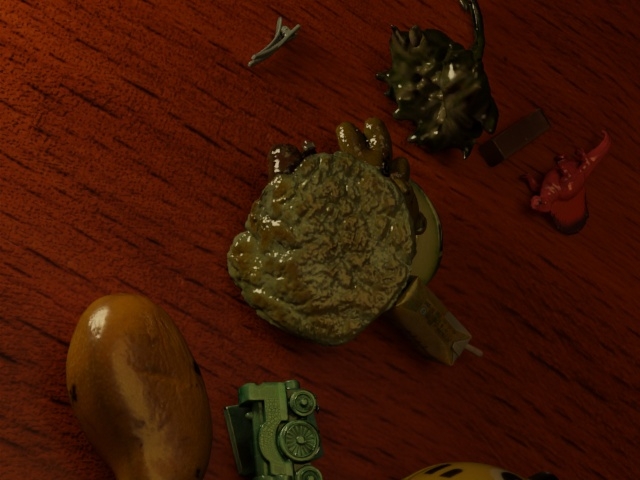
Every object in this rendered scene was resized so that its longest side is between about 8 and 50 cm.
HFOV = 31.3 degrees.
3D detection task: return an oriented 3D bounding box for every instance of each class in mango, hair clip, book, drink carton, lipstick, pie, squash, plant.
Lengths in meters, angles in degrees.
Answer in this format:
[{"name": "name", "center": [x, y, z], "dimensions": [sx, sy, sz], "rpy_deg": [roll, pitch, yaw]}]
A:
[{"name": "mango", "center": [-0.230, 0.209, 1.454], "dimensions": [0.177, 0.120, 0.294], "rpy_deg": [-6, 77, -41]}, {"name": "hair clip", "center": [-0.080, -0.314, 1.806], "dimensions": [0.039, 0.030, 0.115], "rpy_deg": [36, 52, 8]}, {"name": "book", "center": [-0.063, 0.271, 1.593], "dimensions": [0.135, 0.017, 0.103], "rpy_deg": [-6, 74, -33]}, {"name": "drink carton", "center": [0.171, 0.137, 1.743], "dimensions": [0.200, 0.084, 0.074], "rpy_deg": [47, 69, -24]}, {"name": "lipstick", "center": [0.343, -0.181, 2.004], "dimensions": [0.145, 0.045, 0.045], "rpy_deg": [-33, 92, -35]}, {"name": "pie", "center": [0.007, 0.006, 1.634], "dimensions": [0.257, 0.105, 0.274], "rpy_deg": [22, 81, 4]}, {"name": "squash", "center": [0.099, -0.010, 1.794], "dimensions": [0.219, 0.041, 0.219], "rpy_deg": [12, 67, -31]}, {"name": "plant", "center": [0.258, -0.291, 1.926], "dimensions": [0.333, 0.180, 0.251], "rpy_deg": [-33, 101, -40]}]

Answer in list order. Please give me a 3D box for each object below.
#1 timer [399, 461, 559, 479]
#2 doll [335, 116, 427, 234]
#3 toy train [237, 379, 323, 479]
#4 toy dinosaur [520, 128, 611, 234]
[{"name": "timer", "center": [0.219, 0.451, 1.473], "dimensions": [0.376, 0.387, 0.376], "rpy_deg": [10, 69, -29]}, {"name": "doll", "center": [0.091, -0.096, 1.736], "dimensions": [0.137, 0.097, 0.209], "rpy_deg": [-13, 76, -32]}, {"name": "toy train", "center": [-0.053, 0.276, 1.544], "dimensions": [0.105, 0.071, 0.178], "rpy_deg": [2, 69, -20]}, {"name": "toy dinosaur", "center": [0.466, -0.094, 2.044], "dimensions": [0.286, 0.070, 0.139], "rpy_deg": [-29, 99, -39]}]
